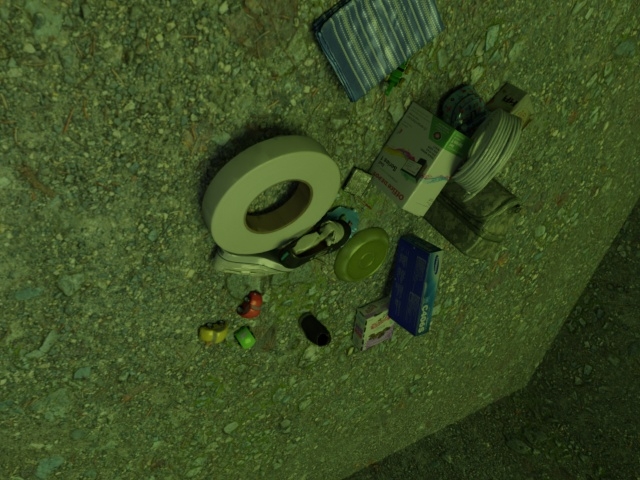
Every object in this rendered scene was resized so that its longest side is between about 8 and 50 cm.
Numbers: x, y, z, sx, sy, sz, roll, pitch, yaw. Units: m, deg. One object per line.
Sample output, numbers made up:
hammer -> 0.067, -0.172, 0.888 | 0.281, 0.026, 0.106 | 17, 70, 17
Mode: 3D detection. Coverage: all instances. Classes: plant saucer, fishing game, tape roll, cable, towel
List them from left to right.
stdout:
tape roll -> -0.127, -0.112, 1.501 | 0.391, 0.072, 0.392 | -25, 150, -16
fishing game -> 0.057, -0.031, 1.820 | 0.264, 0.041, 0.189 | -49, 142, 6
plant saucer -> 0.158, 0.061, 1.988 | 0.240, 0.037, 0.241 | -23, 137, -24
towel -> 0.158, -0.539, 1.417 | 0.336, 0.040, 0.243 | -40, 131, -4
cable -> 0.489, -0.268, 1.652 | 0.257, 0.089, 0.257 | -62, -176, -27

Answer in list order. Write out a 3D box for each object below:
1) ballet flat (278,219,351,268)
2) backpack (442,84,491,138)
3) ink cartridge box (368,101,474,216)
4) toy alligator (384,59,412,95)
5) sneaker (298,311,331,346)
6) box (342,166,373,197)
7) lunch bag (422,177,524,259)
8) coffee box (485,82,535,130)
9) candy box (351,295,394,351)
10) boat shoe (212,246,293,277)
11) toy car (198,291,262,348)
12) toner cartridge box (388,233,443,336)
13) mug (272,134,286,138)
ballet flat -> 0.000, 0.000, 1.671 | 0.280, 0.095, 0.096 | -32, 166, -32
backpack -> 0.465, -0.396, 1.775 | 0.158, 0.117, 0.173 | -29, 138, -16
ink cartridge box -> 0.296, -0.245, 1.699 | 0.117, 0.201, 0.278 | 14, 116, -45
toy alligator -> 0.226, -0.491, 1.547 | 0.051, 0.056, 0.190 | -70, -174, -76
sneaker -> -0.001, 0.364, 2.060 | 0.083, 0.118, 0.222 | -41, 141, -3
box -> 0.116, -0.180, 1.731 | 0.067, 0.018, 0.083 | 19, 113, -23
lunch bag -> 0.517, -0.120, 1.926 | 0.212, 0.305, 0.256 | 13, 119, -49
coffee box -> 0.604, -0.393, 1.907 | 0.246, 0.098, 0.141 | -46, 141, 3
candy box -> 0.221, 0.338, 2.261 | 0.164, 0.070, 0.196 | -19, 135, -26
boat shoe -> -0.196, 0.070, 1.655 | 0.267, 0.096, 0.088 | 8, 123, -43
toy car -> -0.261, 0.299, 1.835 | 0.239, 0.053, 0.225 | -34, 140, -11
toner cartridge box -> 0.354, 0.168, 2.093 | 0.075, 0.165, 0.348 | -11, 119, -33
mug -> -0.093, -0.238, 1.487 | 0.062, 0.064, 0.078 | -48, 141, 5
